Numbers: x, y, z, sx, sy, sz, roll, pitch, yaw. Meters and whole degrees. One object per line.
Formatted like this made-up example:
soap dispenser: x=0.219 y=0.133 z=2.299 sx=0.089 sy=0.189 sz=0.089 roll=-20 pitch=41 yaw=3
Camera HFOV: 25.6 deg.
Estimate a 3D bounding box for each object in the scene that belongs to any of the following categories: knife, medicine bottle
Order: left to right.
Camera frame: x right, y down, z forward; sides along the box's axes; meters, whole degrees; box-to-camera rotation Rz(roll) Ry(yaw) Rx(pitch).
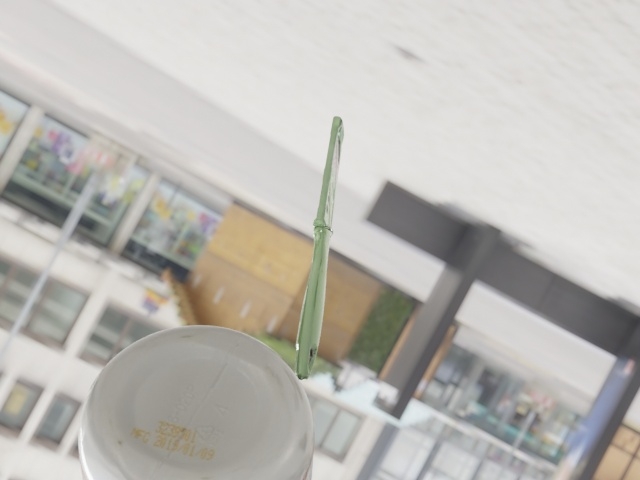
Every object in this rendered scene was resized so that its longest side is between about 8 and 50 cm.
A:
medicine bottle: x=-0.072 y=0.170 z=0.843 sx=0.131 sy=0.131 sz=0.250 roll=28 pitch=142 yaw=19
knife: x=0.000 y=0.000 z=0.904 sx=0.014 sy=0.207 sz=0.030 roll=-1 pitch=142 yaw=11
